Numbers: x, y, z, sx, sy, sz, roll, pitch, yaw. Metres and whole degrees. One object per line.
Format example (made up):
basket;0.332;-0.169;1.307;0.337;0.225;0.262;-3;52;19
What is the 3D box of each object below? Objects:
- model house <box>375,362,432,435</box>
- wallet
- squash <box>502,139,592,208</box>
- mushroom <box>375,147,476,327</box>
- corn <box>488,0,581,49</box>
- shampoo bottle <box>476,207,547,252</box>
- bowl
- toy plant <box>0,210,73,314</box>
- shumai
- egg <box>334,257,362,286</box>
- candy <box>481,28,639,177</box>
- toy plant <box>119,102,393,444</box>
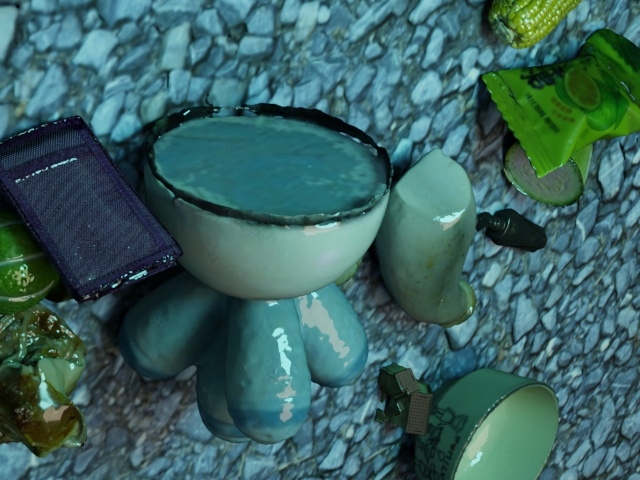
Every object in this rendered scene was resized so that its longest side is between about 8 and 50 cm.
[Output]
model house;0.104;0.189;2.019;0.057;0.058;0.083;-18;126;-42
wallet;-0.204;-0.029;1.434;0.111;0.166;0.030;-24;158;-41
squash;0.291;-0.119;2.022;0.132;0.105;0.105;-54;146;-36
mushroom;0.119;0.021;1.903;0.118;0.103;0.270;-36;148;-21
corn;0.265;-0.289;1.879;0.203;0.072;0.072;-45;141;-21
shampoo bottle;0.234;-0.013;2.062;0.137;0.027;0.048;19;97;-53
bowl;0.192;0.248;2.119;0.211;0.112;0.211;-30;134;-36
toy plant;-0.250;0.013;1.460;0.162;0.093;0.093;-18;127;-38
shumai;-0.254;0.138;1.518;0.145;0.116;0.145;-30;133;-37
egg;0.000;0.000;1.749;0.085;0.085;0.110;-36;131;-29
candy;0.295;-0.162;1.957;0.246;0.149;0.069;-20;155;-39
toy plant;-0.065;0.058;1.605;0.247;0.247;0.332;-22;132;-40
